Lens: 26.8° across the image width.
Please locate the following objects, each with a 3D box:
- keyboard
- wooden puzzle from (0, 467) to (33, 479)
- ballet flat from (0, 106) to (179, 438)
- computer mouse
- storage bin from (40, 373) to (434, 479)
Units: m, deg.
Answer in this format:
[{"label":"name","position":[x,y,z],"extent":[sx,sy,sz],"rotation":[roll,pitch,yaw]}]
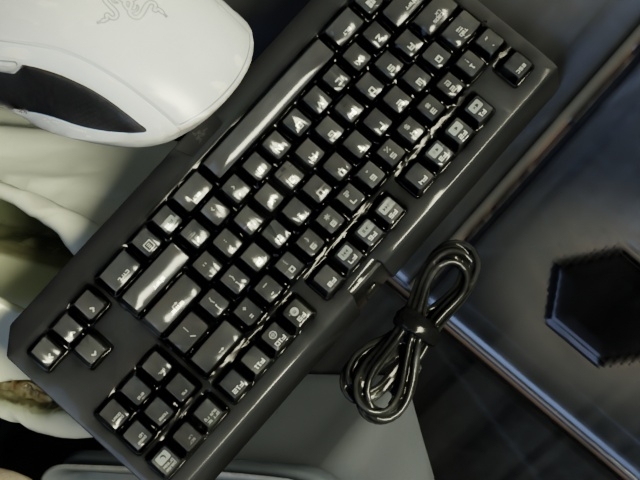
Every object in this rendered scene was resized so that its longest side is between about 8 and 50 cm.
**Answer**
[{"label":"keyboard","position":[0.000,0.000,0.414],"extent":[0.108,0.180,0.023],"rotation":[42,174,2]},{"label":"wooden puzzle","position":[-0.172,0.264,0.552],"extent":[0.348,0.080,0.322],"rotation":[-24,71,61]},{"label":"ballet flat","position":[-0.219,-0.010,0.489],"extent":[0.400,0.139,0.139],"rotation":[11,124,8]},{"label":"computer mouse","position":[-0.109,-0.083,0.442],"extent":[0.193,0.106,0.042],"rotation":[16,146,26]},{"label":"storage bin","position":[-0.021,0.103,0.523],"extent":[0.135,0.091,0.098],"rotation":[-2,117,31]}]
